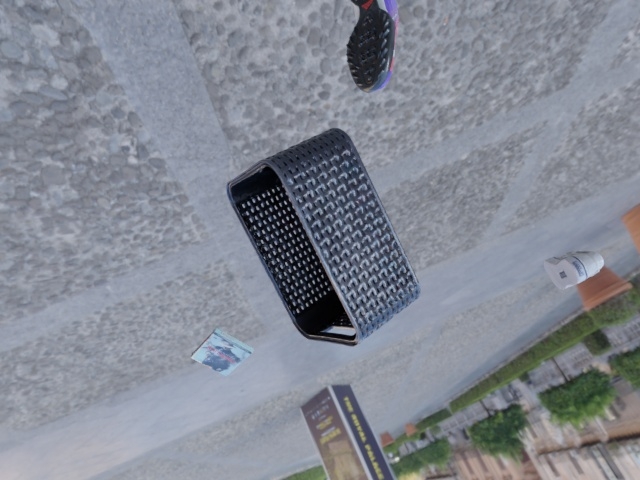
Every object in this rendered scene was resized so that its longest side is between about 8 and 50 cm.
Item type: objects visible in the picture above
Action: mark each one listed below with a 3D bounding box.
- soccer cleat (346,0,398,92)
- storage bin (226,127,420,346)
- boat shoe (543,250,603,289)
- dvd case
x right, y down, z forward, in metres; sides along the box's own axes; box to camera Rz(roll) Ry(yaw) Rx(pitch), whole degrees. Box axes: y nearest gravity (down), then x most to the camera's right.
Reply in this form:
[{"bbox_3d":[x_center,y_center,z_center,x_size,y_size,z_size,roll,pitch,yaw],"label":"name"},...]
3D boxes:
[{"bbox_3d":[0.120,-0.431,0.960,0.109,0.318,0.116,-18,155,36],"label":"soccer cleat"},{"bbox_3d":[0.000,0.000,0.452,0.084,0.180,0.122,-32,-170,-29],"label":"storage bin"},{"bbox_3d":[0.257,0.026,0.478,0.035,0.035,0.100,-26,166,7],"label":"boat shoe"},{"bbox_3d":[-0.198,0.224,0.937,0.087,0.013,0.119,34,128,-15],"label":"dvd case"}]
